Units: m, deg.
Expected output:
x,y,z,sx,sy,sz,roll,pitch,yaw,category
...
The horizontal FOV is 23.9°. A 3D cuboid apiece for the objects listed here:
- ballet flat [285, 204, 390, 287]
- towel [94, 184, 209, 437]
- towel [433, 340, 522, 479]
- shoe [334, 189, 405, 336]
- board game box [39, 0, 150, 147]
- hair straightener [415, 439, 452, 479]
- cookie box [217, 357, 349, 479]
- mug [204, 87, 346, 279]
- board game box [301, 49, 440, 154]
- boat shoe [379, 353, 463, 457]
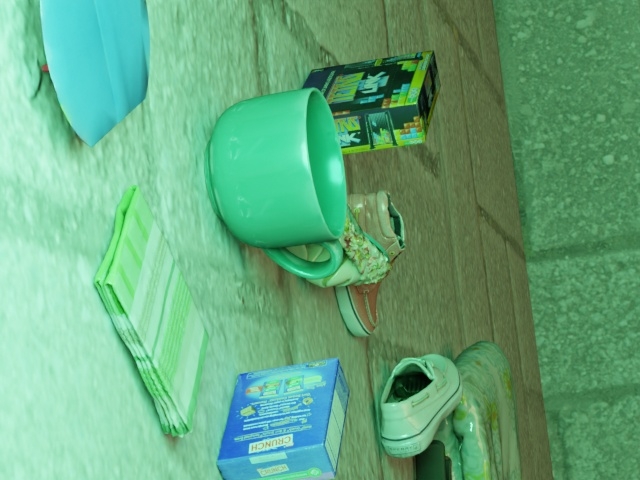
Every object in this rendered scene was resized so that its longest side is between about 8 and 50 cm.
x,y,z,sx,sy,sz,roll,pitch,yaw,category
0.000,0.000,1.488,0.077,0.091,0.241,-62,149,-15,ballet flat
-0.119,0.051,1.076,0.113,0.023,0.152,-84,158,-52,towel
0.235,0.349,2.152,0.320,0.090,0.374,-27,107,-76,towel
0.056,0.026,1.646,0.063,0.081,0.178,-74,152,-59,shoe
-0.160,-0.140,1.002,0.168,0.033,0.133,-58,143,-61,board game box
0.130,0.342,1.851,0.089,0.047,0.230,66,25,-46,hair straightener
-0.029,0.149,1.221,0.107,0.092,0.040,-77,151,-54,cookie box
-0.039,-0.045,1.282,0.129,0.097,0.157,15,67,-75,mug
0.047,-0.144,1.589,0.170,0.141,0.048,-70,150,-63,board game box
0.121,0.176,1.810,0.226,0.083,0.075,-61,141,-67,boat shoe
